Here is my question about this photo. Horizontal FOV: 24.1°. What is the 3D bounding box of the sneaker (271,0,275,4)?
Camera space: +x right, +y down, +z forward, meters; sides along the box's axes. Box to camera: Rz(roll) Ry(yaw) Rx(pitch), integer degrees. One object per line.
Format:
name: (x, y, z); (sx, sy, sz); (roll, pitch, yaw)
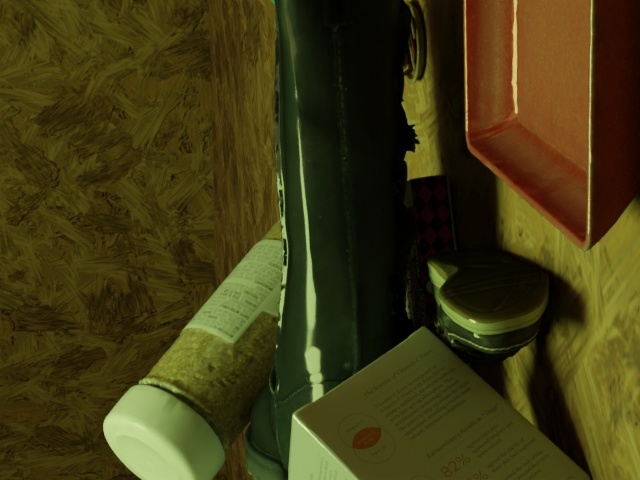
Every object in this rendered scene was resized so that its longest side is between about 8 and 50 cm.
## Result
sneaker: (0.004, -0.322, 1.492); (0.178, 0.123, 0.296); (-133, 36, -60)

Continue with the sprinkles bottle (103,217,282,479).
sprinkles bottle: (-0.074, 0.099, 1.561); (0.355, 0.121, 0.121); (-51, -17, -31)

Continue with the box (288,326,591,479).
box: (0.080, 0.169, 1.058); (0.170, 0.130, 0.091); (43, 149, 28)

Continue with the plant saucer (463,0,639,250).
plant saucer: (0.144, -0.153, 0.932); (0.258, 0.047, 0.259); (-122, 27, -70)

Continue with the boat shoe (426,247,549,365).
boat shoe: (0.124, 0.056, 1.104); (0.223, 0.080, 0.073); (-116, 17, -79)

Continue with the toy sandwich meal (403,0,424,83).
toy sandwich meal: (0.074, -0.183, 1.394); (0.085, 0.029, 0.086); (175, 90, -81)

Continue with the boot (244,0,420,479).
boot: (0.001, 0.000, 1.325); (0.367, 0.146, 0.445); (-159, 63, -76)

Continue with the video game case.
video game case: (0.091, 0.068, 1.396); (0.210, 0.041, 0.232); (148, 116, -80)
